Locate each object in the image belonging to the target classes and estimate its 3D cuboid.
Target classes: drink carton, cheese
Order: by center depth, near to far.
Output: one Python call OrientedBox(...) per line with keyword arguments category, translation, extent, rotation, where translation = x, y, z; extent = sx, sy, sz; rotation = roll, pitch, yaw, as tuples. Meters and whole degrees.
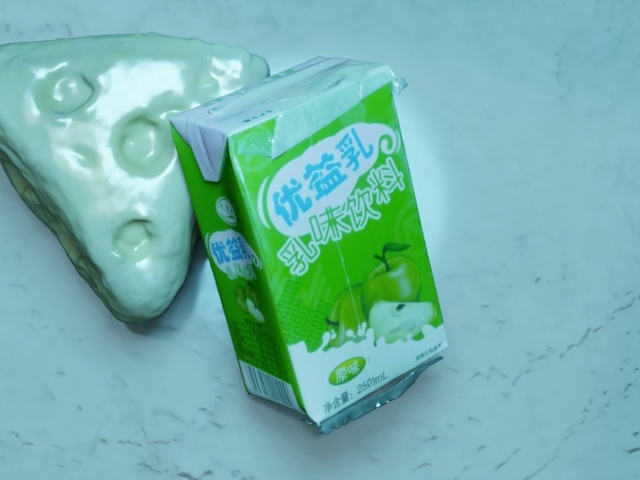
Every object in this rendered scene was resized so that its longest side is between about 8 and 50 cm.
OrientedBox(category="drink carton", translation=(0.000, 0.000, 1.097), extent=(0.161, 0.108, 0.271), rotation=(-27, 115, -28))
OrientedBox(category="cheese", translation=(-0.192, -0.070, 1.149), extent=(0.248, 0.173, 0.251), rotation=(17, 86, 0))
